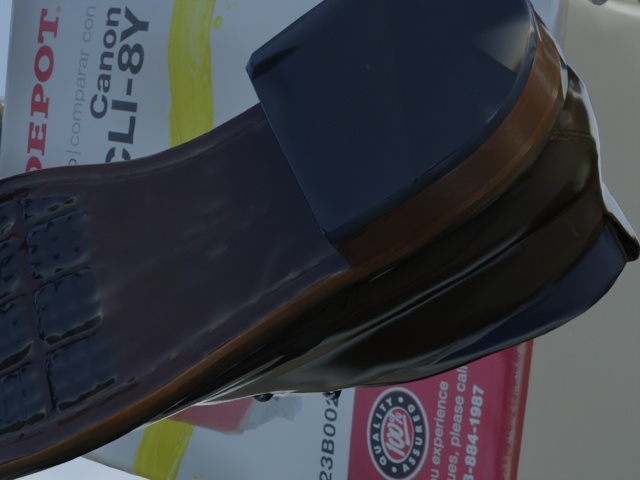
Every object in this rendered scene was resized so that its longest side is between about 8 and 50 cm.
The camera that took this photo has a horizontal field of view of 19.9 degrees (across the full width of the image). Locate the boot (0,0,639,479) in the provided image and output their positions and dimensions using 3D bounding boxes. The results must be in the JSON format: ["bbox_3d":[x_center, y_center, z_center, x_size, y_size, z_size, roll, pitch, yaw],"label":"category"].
[{"bbox_3d":[-0.024,0.024,0.448,0.219,0.082,0.106,-28,-37,17],"label":"boot"}]

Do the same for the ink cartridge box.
[{"bbox_3d":[0.000,0.000,0.973,0.384,0.279,0.160,10,7,42],"label":"ink cartridge box"}]

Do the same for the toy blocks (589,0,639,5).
[{"bbox_3d":[0.108,-0.233,0.544,0.288,0.260,0.309,-7,26,44],"label":"toy blocks"}]

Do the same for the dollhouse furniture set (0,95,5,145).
[{"bbox_3d":[-0.348,0.006,1.097,0.256,0.362,0.394,-4,7,12],"label":"dollhouse furniture set"}]
